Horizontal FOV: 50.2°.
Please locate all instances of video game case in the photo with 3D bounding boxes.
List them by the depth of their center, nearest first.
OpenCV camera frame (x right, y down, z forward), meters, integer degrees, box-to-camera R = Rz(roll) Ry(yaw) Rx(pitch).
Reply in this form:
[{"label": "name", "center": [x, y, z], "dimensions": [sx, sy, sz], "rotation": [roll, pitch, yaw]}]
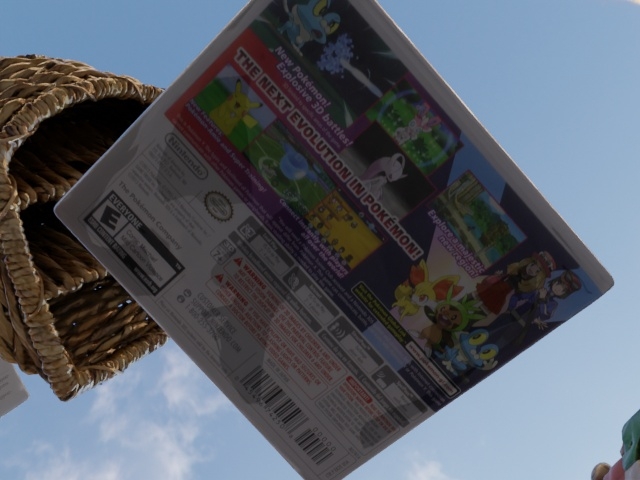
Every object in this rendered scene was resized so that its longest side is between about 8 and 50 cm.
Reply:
[{"label": "video game case", "center": [0.000, 0.000, 0.326], "dimensions": [0.183, 0.023, 0.201], "rotation": [-41, -86, 18]}]

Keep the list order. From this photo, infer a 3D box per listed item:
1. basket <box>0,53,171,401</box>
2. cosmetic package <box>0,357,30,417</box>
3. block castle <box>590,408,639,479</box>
[{"label": "basket", "center": [-0.199, -0.040, 0.630], "dimensions": [0.223, 0.299, 0.214], "rotation": [25, -68, 17]}, {"label": "cosmetic package", "center": [-0.496, 0.165, 0.837], "dimensions": [0.151, 0.151, 0.184], "rotation": [-21, -82, 27]}, {"label": "block castle", "center": [0.439, 0.237, 0.612], "dimensions": [0.302, 0.453, 0.213], "rotation": [20, -136, 3]}]
